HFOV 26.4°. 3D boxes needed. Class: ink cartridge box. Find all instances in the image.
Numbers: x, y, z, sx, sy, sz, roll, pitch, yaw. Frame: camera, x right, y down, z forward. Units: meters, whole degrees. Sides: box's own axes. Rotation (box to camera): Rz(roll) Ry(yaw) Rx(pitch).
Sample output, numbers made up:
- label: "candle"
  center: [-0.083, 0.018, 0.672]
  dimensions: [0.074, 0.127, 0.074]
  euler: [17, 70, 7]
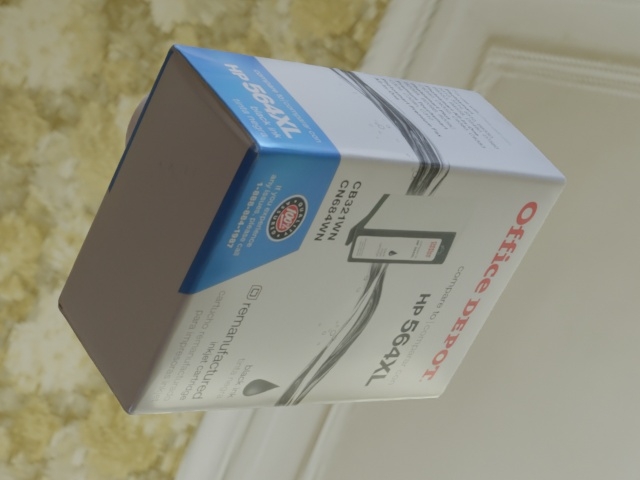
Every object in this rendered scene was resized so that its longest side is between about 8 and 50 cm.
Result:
- label: "ink cartridge box"
  center: [0.000, 0.000, 0.655]
  dimensions: [0.086, 0.203, 0.148]
  euler: [49, -57, 38]

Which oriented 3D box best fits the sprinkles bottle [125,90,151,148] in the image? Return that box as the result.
- label: "sprinkles bottle"
  center: [-0.037, -0.019, 1.167]
  dimensions: [0.121, 0.121, 0.355]
  euler: [-54, -133, 6]
